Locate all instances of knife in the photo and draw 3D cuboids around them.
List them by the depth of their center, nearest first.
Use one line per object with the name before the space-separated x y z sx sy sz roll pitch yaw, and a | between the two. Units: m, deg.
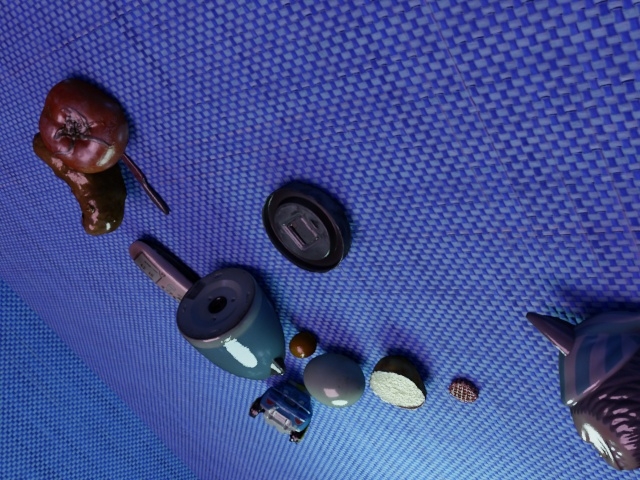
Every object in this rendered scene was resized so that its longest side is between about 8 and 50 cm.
knife | -0.485 -0.165 1.856 0.035 0.018 0.247 -4 128 48

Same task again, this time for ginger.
ginger | -0.627 -0.173 1.855 0.321 0.172 0.165 62 167 -11

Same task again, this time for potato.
potato | 0.211 0.372 1.838 0.164 0.081 0.200 7 140 24

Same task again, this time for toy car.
toy car | -0.107 0.546 2.264 0.198 0.166 0.314 34 175 8

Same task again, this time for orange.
orange | -0.051 0.304 1.987 0.085 0.085 0.085 23 144 18

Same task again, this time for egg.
egg | 0.038 0.396 1.953 0.192 0.149 0.149 17 142 34

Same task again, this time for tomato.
tomato | -0.593 -0.276 1.681 0.237 0.095 0.237 6 112 15

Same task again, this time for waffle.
waffle | 0.368 0.386 1.759 0.075 0.029 0.083 39 144 -5

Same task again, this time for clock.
clock | -0.032 -0.029 1.562 0.226 0.049 0.226 22 133 25

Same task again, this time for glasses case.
glasses case | -0.459 0.112 2.114 0.314 0.075 0.122 43 143 -10

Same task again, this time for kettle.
kettle | -0.243 0.259 1.990 0.319 0.247 0.342 30 159 43

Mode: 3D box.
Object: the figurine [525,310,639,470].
figurine | 0.541 0.236 1.224 0.377 0.266 0.361 28 140 10
